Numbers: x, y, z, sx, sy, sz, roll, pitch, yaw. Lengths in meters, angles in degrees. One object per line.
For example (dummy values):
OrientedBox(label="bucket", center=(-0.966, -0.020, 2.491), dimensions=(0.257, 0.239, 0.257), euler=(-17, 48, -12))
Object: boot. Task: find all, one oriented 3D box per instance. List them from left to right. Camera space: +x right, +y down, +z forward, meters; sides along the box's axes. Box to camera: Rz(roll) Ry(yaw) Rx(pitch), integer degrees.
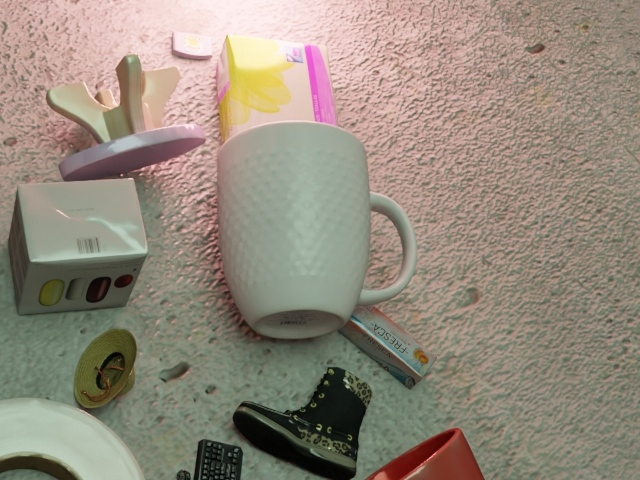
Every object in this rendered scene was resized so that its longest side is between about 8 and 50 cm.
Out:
OrientedBox(label="boot", center=(-0.025, 0.293, 1.977), dimensions=(0.236, 0.085, 0.178), euler=(29, 53, -11))

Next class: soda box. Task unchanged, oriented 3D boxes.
OrientedBox(label="soda box", center=(0.120, 0.189, 2.106), dimensions=(0.183, 0.063, 0.058), euler=(39, 56, 5))

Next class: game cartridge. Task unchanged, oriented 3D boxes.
OrientedBox(label="game cartridge", center=(-0.262, -0.397, 2.330), dimensions=(0.083, 0.017, 0.056), euler=(5, 63, -19))

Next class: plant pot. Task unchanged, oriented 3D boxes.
OrientedBox(label="plant pot", center=(0.179, 0.480, 1.857), dimensions=(0.275, 0.275, 0.243), euler=(-31, 86, -32))

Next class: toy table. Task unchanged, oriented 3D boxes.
OrientedBox(label="toy table", center=(-0.357, -0.220, 2.067), dimensions=(0.274, 0.252, 0.161), euler=(-14, 83, -39))

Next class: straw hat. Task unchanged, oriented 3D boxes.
OrientedBox(label="straw hat", center=(-0.342, 0.224, 1.903), dimensions=(0.061, 0.144, 0.144), euler=(42, 44, -43))

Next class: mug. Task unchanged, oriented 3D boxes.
OrientedBox(label="mug", center=(0.000, 0.000, 2.045), dimensions=(0.374, 0.276, 0.328), euler=(6, 66, -20))

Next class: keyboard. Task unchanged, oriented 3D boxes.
OrientedBox(label="keyboard", center=(-0.186, 0.416, 1.879), dimensions=(0.108, 0.023, 0.180), euler=(13, 57, -14))

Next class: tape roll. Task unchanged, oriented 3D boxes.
OrientedBox(label="tape roll", center=(-0.452, 0.433, 1.736), dimensions=(0.392, 0.072, 0.392), euler=(10, 59, -16))

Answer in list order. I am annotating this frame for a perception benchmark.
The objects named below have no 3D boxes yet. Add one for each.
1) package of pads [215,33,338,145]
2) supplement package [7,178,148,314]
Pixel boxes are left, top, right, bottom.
OrientedBox(label="package of pads", center=(-0.089, -0.265, 2.267), dimensions=(0.229, 0.101, 0.296), euler=(3, 60, -20))
OrientedBox(label="supplement package", center=(-0.413, 0.012, 1.918), dimensions=(0.194, 0.203, 0.149), euler=(-4, 63, -22))
